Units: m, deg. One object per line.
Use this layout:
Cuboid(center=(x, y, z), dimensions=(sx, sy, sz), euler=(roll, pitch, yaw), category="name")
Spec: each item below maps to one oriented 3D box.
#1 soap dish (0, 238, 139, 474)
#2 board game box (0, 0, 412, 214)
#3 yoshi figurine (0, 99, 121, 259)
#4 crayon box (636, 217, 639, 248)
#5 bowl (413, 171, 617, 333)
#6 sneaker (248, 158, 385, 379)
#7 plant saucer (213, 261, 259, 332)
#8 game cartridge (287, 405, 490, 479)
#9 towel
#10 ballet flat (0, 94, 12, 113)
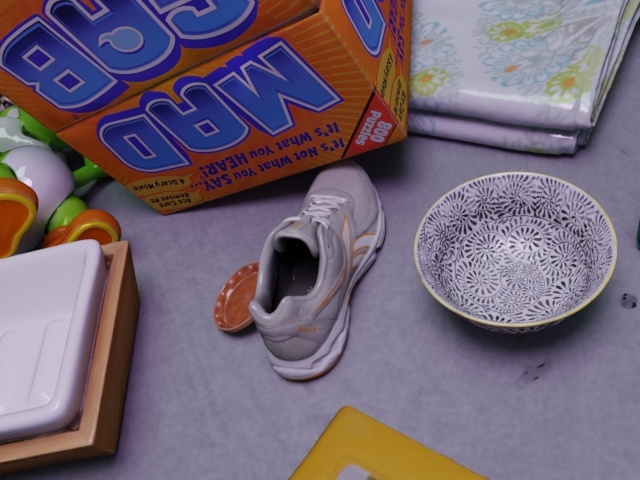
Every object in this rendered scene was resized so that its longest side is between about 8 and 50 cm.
Cuboid(center=(-0.333, 0.134, 0.629), dimensions=(0.291, 0.118, 0.229), euler=(-13, 50, 9), category="soap dish")
Cuboid(center=(-0.131, -0.303, 0.680), dimensions=(0.356, 0.356, 0.356), euler=(-14, 52, 30), category="board game box")
Cuboid(center=(-0.366, -0.119, 0.807), dimensions=(0.203, 0.203, 0.362), euler=(-17, 40, -18), category="yoshi figurine")
Cuboid(center=(0.443, -0.038, 0.513), dimensions=(0.278, 0.081, 0.165), euler=(19, 61, 31), category="crayon box")
Cuboid(center=(0.176, 0.024, 0.559), dimensions=(0.170, 0.080, 0.170), euler=(-9, 50, 12), category="bowl")
Cuboid(center=(0.000, 0.000, 0.615), dimensions=(0.099, 0.121, 0.262), euler=(1, 53, 19), category="sneaker")
Cuboid(center=(-0.081, 0.061, 0.650), dimensions=(0.083, 0.013, 0.083), euler=(-28, 40, 27), category="plant saucer")
Cuboid(center=(0.040, 0.290, 0.373), dimensions=(0.285, 0.052, 0.323), euler=(20, 48, 32), category="game cartridge")
Cuboid(center=(0.201, -0.267, 0.781), dimensions=(0.374, 0.090, 0.320), euler=(16, 59, 30), category="towel")
Cuboid(center=(-0.564, -0.250, 1.075), dimensions=(0.114, 0.041, 0.041), euler=(-44, 51, -16), category="ballet flat")
